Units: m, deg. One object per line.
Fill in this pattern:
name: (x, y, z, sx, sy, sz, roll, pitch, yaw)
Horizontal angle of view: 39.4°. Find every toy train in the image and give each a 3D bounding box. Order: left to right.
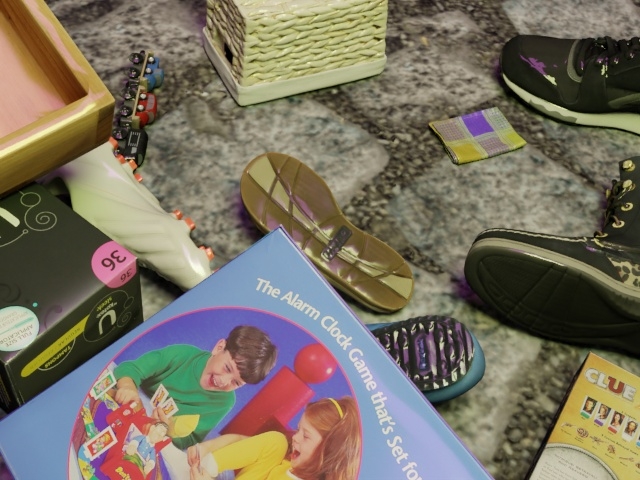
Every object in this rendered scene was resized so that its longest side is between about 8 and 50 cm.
toy train: (-0.172, -0.126, 0.846, 0.036, 0.027, 0.158, 6, 51, -7)

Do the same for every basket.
basket: (-0.025, -0.222, 0.894, 0.167, 0.103, 0.113, -17, 54, -19)

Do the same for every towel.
towel: (0.155, -0.104, 0.881, 0.083, 0.009, 0.060, -14, 53, -17)

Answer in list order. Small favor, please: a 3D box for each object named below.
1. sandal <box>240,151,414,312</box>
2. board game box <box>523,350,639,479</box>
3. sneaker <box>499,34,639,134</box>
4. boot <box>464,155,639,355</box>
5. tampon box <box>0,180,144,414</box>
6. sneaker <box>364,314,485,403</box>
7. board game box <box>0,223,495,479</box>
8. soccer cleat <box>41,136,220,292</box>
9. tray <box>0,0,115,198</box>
sandal: (0.000, 0.000, 0.758, 0.180, 0.049, 0.072, 41, 62, 6)
board game box: (0.267, 0.203, 0.625, 0.243, 0.042, 0.165, 28, 54, 15)
sneaker: (0.325, -0.175, 0.885, 0.283, 0.124, 0.107, 19, 51, 8)
boot: (0.241, 0.000, 0.762, 0.236, 0.085, 0.178, 16, 49, -2)
tampon box: (-0.231, 0.034, 0.661, 0.161, 0.101, 0.120, 33, 55, 18)
sneaker: (0.019, 0.098, 0.675, 0.209, 0.082, 0.069, -3, 67, 13)
board game box: (-0.015, 0.187, 0.538, 0.233, 0.078, 0.347, -35, 61, -10)
soccer cleat: (-0.153, -0.006, 0.734, 0.076, 0.068, 0.196, -38, 62, -14)
tray: (-0.348, -0.199, 0.633, 0.203, 0.076, 0.411, -33, 82, -24)
